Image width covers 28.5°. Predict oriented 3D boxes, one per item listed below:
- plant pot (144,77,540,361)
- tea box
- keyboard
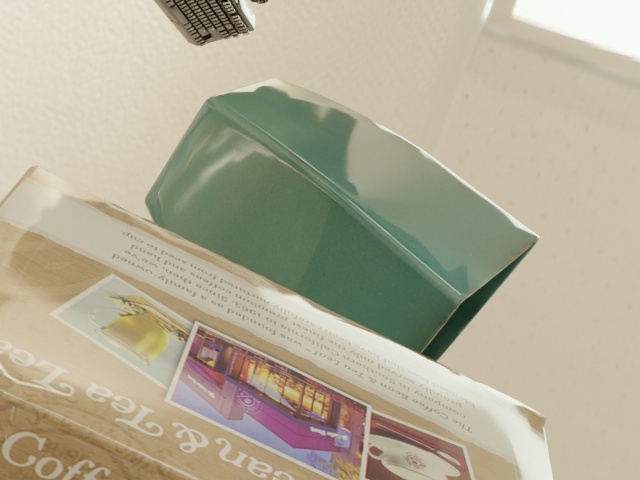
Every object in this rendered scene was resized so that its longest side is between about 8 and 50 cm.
[{"bbox_3d":[0.000,0.000,0.923,0.234,0.165,0.165,42,-61,11],"label":"plant pot"},{"bbox_3d":[-0.091,0.194,0.661,0.329,0.220,0.323,27,-67,-7],"label":"tea box"},{"bbox_3d":[-0.105,-0.243,1.295,0.108,0.023,0.180,-20,-10,5],"label":"keyboard"}]
